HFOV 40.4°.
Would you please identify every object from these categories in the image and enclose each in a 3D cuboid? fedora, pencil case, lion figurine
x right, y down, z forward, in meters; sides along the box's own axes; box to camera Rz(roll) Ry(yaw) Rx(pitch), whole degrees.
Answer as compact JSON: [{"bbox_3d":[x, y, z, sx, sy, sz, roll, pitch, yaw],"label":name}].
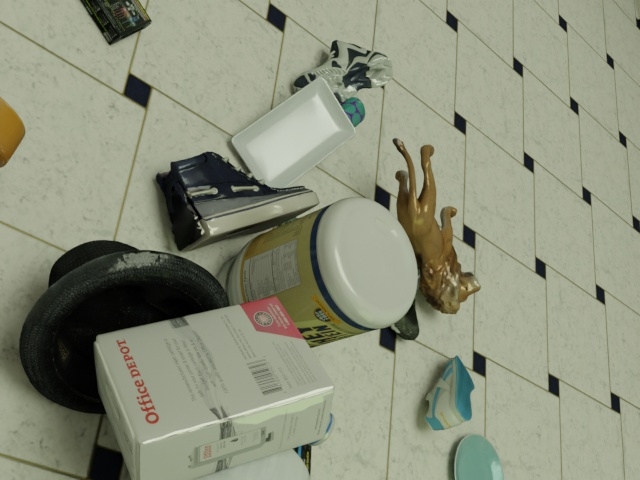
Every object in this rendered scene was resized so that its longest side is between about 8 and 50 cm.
[{"bbox_3d":[-0.299,0.107,1.303,0.334,0.334,0.152,15,30,-43],"label":"fedora"},{"bbox_3d":[0.037,-0.263,1.921,0.070,0.064,0.152,55,44,-10],"label":"pencil case"},{"bbox_3d":[0.232,-0.021,1.926,0.392,0.142,0.240,51,37,-42],"label":"lion figurine"}]

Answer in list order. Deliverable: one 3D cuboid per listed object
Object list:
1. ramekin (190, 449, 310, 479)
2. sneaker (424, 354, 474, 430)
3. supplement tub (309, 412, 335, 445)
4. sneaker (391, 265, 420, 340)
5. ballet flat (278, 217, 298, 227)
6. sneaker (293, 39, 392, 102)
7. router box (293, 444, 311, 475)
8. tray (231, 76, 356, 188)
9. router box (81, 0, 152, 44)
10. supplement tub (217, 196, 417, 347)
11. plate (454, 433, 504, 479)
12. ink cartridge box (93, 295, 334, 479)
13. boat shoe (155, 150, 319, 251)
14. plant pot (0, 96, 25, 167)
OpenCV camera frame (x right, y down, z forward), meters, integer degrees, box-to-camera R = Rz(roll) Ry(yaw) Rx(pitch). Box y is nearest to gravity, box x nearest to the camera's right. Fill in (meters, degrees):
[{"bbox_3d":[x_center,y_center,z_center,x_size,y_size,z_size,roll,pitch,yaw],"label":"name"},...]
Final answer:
[{"bbox_3d":[-0.146,0.387,1.303,0.277,0.277,0.135,47,37,-22],"label":"ramekin"},{"bbox_3d":[0.282,0.332,1.920,0.087,0.092,0.229,56,23,-10],"label":"sneaker"},{"bbox_3d":[-0.032,0.306,1.529,0.107,0.071,0.071,43,47,-25],"label":"supplement tub"},{"bbox_3d":[0.176,0.102,1.882,0.078,0.106,0.234,-17,87,-48],"label":"sneaker"},{"bbox_3d":[0.000,0.000,1.771,0.188,0.070,0.070,33,52,-33],"label":"ballet flat"},{"bbox_3d":[0.029,-0.383,1.957,0.235,0.153,0.094,-24,125,-14],"label":"sneaker"},{"bbox_3d":[-0.076,0.352,1.554,0.133,0.046,0.179,23,58,-39],"label":"router box"},{"bbox_3d":[-0.055,-0.211,1.779,0.270,0.030,0.145,-40,105,-30],"label":"tray"},{"bbox_3d":[-0.375,-0.426,1.571,0.122,0.038,0.092,58,43,-12],"label":"router box"},{"bbox_3d":[-0.013,0.072,1.533,0.228,0.316,0.228,21,59,-40],"label":"supplement tub"},{"bbox_3d":[0.350,0.529,1.950,0.188,0.024,0.188,20,61,-40],"label":"plate"},{"bbox_3d":[-0.154,0.207,1.221,0.283,0.117,0.207,-11,42,-25],"label":"ink cartridge box"},{"bbox_3d":[-0.146,-0.096,1.609,0.340,0.127,0.158,-17,82,-50],"label":"boat shoe"},{"bbox_3d":[-0.536,-0.120,1.167,0.205,0.205,0.188,37,65,-31],"label":"plant pot"}]
